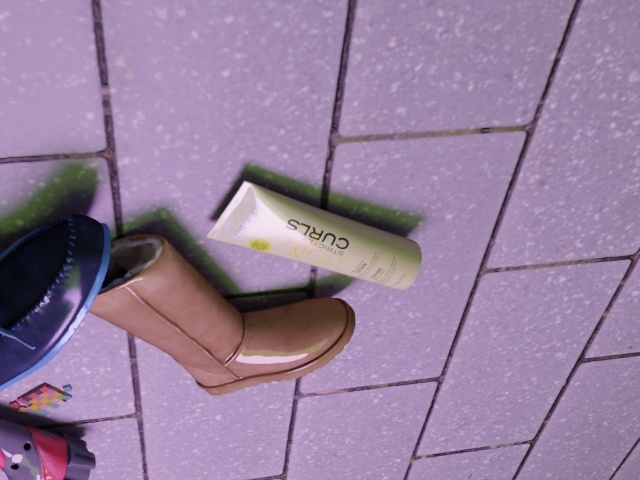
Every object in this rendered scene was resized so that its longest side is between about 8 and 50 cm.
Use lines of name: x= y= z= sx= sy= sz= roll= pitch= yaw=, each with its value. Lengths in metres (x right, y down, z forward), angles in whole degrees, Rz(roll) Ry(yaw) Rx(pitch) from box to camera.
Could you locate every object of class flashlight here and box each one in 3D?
flashlight: x=-0.435 y=0.267 z=1.153 sx=0.103 sy=0.103 sz=0.304 roll=-33 pitch=139 yaw=27

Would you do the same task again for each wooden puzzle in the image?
wooden puzzle: x=-0.358 y=0.206 z=1.179 sx=0.083 sy=0.006 sz=0.049 roll=-29 pitch=139 yaw=17

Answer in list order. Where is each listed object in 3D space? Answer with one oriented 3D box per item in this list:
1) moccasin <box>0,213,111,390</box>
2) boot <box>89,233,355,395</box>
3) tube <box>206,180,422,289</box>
moccasin: x=-0.347 y=0.085 z=0.939 sx=0.117 sy=0.138 sz=0.342 roll=28 pitch=124 yaw=-35
boot: x=-0.115 y=0.077 z=1.040 sx=0.236 sy=0.089 sz=0.269 roll=-26 pitch=138 yaw=13
tube: x=0.000 y=0.000 z=1.009 sx=0.240 sy=0.062 sz=0.070 roll=18 pitch=90 yaw=-27
